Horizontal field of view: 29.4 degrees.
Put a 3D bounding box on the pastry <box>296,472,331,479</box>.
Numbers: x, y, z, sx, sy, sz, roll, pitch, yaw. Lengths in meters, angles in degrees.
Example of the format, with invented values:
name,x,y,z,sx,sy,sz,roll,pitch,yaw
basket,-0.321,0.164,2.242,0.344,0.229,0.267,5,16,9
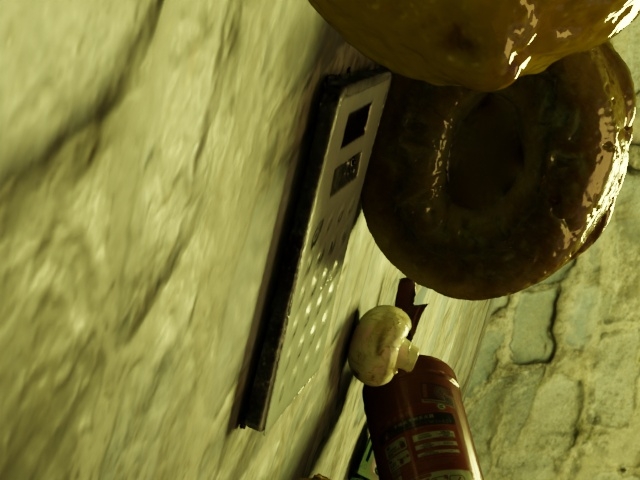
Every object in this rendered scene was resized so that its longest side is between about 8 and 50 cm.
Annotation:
name,x,y,z,sx,sy,sz,roll,pitch,yaw
pastry,-0.010,0.354,1.014,0.255,0.162,0.310,-47,153,-68

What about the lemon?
name,x,y,z,sx,sy,sz,roll,pitch,yaw
lemon,0.074,-0.185,0.545,0.204,0.204,0.260,81,16,-64

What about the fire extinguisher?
name,x,y,z,sx,sy,sz,roll,pitch,yaw
fire extinguisher,0.108,0.193,1.231,0.147,0.107,0.337,107,-22,-46

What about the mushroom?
name,x,y,z,sx,sy,sz,roll,pitch,yaw
mushroom,0.063,0.105,1.207,0.083,0.067,0.083,21,90,-88

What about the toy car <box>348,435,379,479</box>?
name,x,y,z,sx,sy,sz,roll,pitch,yaw
toy car,0.087,0.304,1.567,0.224,0.076,0.090,86,26,-60

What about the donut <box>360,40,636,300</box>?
name,x,y,z,sx,sy,sz,roll,pitch,yaw
donut,0.144,-0.076,0.995,0.128,0.209,0.261,-38,138,-68

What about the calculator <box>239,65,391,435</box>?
name,x,y,z,sx,sy,sz,roll,pitch,yaw
calculator,0.000,0.000,0.893,0.161,0.021,0.261,-39,145,-69
